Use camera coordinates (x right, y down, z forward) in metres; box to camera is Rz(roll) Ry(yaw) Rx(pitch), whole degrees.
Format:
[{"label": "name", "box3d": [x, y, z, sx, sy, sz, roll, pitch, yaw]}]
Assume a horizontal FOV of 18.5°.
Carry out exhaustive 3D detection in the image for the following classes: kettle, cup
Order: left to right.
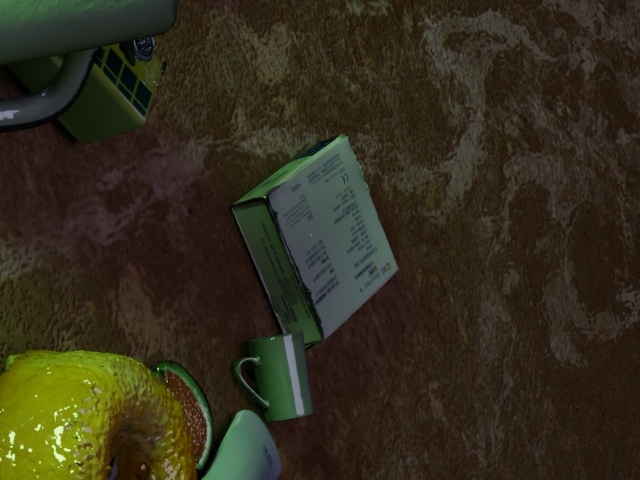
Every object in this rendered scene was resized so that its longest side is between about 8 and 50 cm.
[{"label": "kettle", "box3d": [-0.252, -0.192, 1.547, 0.255, 0.165, 0.240, -16, 124, -23]}, {"label": "cup", "box3d": [-0.042, 0.133, 1.912, 0.075, 0.054, 0.083, -8, 87, -59]}]

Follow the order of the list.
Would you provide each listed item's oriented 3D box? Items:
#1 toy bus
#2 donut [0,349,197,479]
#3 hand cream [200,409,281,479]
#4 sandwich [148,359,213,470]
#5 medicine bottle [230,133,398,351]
[{"label": "toy bus", "box3d": [-0.221, -0.173, 1.719, 0.175, 0.088, 0.101, 49, 41, -37]}, {"label": "donut", "box3d": [-0.188, 0.203, 1.613, 0.253, 0.118, 0.253, -8, 90, -72]}, {"label": "hand cream", "box3d": [-0.095, 0.254, 1.791, 0.079, 0.048, 0.255, 67, 30, -24]}, {"label": "sandwich", "box3d": [-0.131, 0.156, 1.793, 0.101, 0.026, 0.069, 51, 43, -29]}, {"label": "medicine bottle", "box3d": [0.000, 0.000, 2.033, 0.201, 0.052, 0.171, -42, 113, -56]}]
